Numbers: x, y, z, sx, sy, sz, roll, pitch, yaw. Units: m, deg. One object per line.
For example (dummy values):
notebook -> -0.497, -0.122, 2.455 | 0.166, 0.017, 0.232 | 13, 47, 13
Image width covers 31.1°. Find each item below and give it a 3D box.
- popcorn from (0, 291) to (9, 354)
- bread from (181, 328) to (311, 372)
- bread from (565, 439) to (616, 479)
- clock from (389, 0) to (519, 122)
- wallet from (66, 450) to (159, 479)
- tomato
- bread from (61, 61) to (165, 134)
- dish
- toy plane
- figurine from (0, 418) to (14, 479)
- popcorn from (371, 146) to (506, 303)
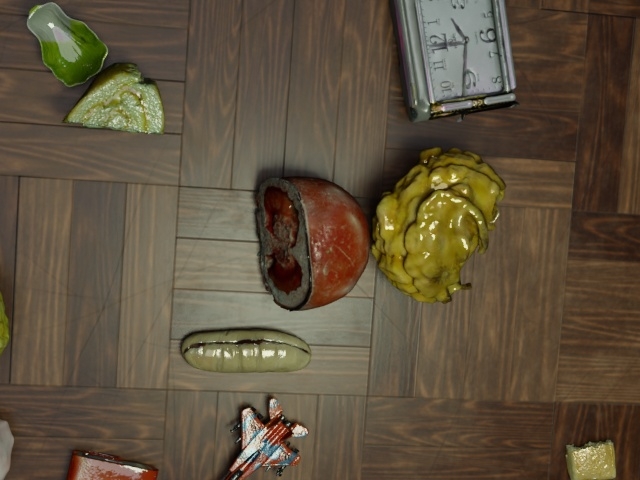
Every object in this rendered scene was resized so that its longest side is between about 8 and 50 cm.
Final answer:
popcorn -> -0.588, 0.107, 1.704 | 0.250, 0.235, 0.242 | 18, 134, -22
bread -> -0.118, 0.180, 1.864 | 0.214, 0.053, 0.073 | 3, 91, -9
bread -> 0.469, 0.384, 1.990 | 0.083, 0.035, 0.070 | -10, 96, -2
clock -> 0.216, -0.319, 1.858 | 0.186, 0.083, 0.253 | -9, 96, -8
wallet -> -0.353, 0.450, 1.853 | 0.142, 0.045, 0.204 | 13, 92, -8
tomato -> 0.000, 0.000, 1.825 | 0.155, 0.181, 0.214 | -7, 104, -27
bread -> -0.316, -0.220, 1.768 | 0.156, 0.103, 0.110 | 4, 100, -17
dish -> -0.395, -0.307, 1.781 | 0.091, 0.039, 0.137 | -40, 98, 2
toy plane -> -0.112, 0.352, 1.878 | 0.189, 0.061, 0.130 | -44, 101, 1
figurine -> -0.590, 0.379, 1.765 | 0.276, 0.133, 0.200 | -43, 87, 0
popcorn -> 0.186, -0.030, 1.812 | 0.190, 0.250, 0.250 | 21, 92, 17
